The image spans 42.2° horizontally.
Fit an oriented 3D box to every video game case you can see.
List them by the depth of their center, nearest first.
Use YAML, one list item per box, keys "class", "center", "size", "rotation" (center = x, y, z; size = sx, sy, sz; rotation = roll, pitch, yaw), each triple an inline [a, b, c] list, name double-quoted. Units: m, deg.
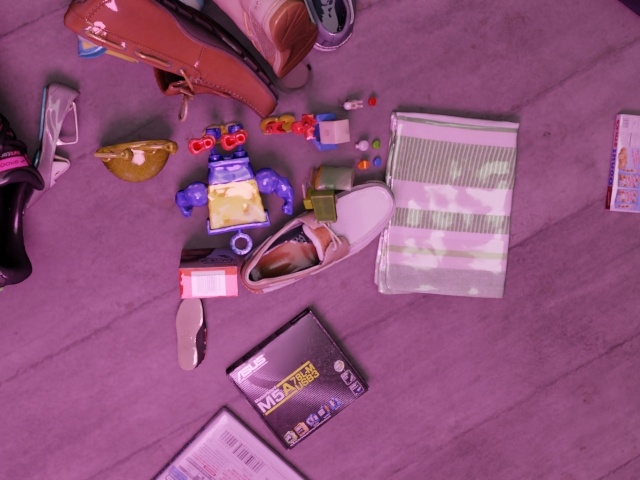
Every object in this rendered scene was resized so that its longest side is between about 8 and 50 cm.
- class: "video game case"
  center: [-0.160, 0.515, 1.506]
  size: [0.329, 0.036, 0.300]
  rotation: [44, 89, -12]

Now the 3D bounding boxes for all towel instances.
- class: "towel"
  center: [0.228, -0.060, 1.487]
  size: [0.248, 0.038, 0.324]
  rotation: [3, 97, -10]

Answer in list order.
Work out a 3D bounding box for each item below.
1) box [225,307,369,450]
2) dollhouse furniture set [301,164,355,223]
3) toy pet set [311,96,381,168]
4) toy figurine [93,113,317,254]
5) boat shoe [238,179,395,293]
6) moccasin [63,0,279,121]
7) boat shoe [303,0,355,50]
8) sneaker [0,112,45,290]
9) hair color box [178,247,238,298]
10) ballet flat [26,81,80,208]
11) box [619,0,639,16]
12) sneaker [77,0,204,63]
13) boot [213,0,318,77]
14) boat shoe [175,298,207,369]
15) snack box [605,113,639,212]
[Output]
- class: "box"
  center: [-0.040, 0.248, 1.483]
  size: [0.191, 0.045, 0.184]
  rotation: [-36, 104, -3]
- class: "dollhouse furniture set"
  center: [0.011, -0.097, 1.386]
  size: [0.076, 0.151, 0.058]
  rotation: [-1, 130, 11]
- class: "toy pet set"
  center: [0.040, -0.183, 1.442]
  size: [0.114, 0.065, 0.122]
  rotation: [-15, 105, -42]
- class: "toy figurine"
  center: [-0.170, -0.072, 1.355]
  size: [0.363, 0.191, 0.217]
  rotation: [-10, 104, -6]
- class: "boat shoe"
  center: [0.000, 0.000, 1.412]
  size: [0.302, 0.103, 0.113]
  rotation: [-34, 91, 1]
- class: "moccasin"
  center: [-0.215, -0.278, 1.279]
  size: [0.147, 0.139, 0.380]
  rotation: [-50, 143, 15]
- class: "boat shoe"
  center: [0.012, -0.478, 1.365]
  size: [0.116, 0.099, 0.319]
  rotation: [-3, 97, -6]
- class: "sneaker"
  center: [-0.517, -0.149, 1.266]
  size: [0.202, 0.185, 0.482]
  rotation: [5, 108, 21]
- class: "hair color box"
  center: [-0.185, 0.051, 1.371]
  size: [0.093, 0.167, 0.053]
  rotation: [-2, 99, -8]
- class: "ballet flat"
  center: [-0.436, -0.150, 1.357]
  size: [0.068, 0.072, 0.213]
  rotation: [11, 97, -21]
- class: "box"
  center: [0.702, -0.494, 1.429]
  size: [0.294, 0.183, 0.296]
  rotation: [31, 92, -10]
- class: "sneaker"
  center: [-0.364, -0.412, 1.305]
  size: [0.319, 0.127, 0.208]
  rotation: [41, 89, -11]
- class: "boot"
  center: [-0.111, -0.369, 1.307]
  size: [0.203, 0.262, 0.095]
  rotation: [41, 90, 7]
- class: "boat shoe"
  center: [-0.223, 0.158, 1.446]
  size: [0.049, 0.042, 0.133]
  rotation: [5, 97, 16]
- class: "snack box"
  center: [0.571, -0.142, 1.535]
  size: [0.064, 0.022, 0.178]
  rotation: [3, 97, -10]
